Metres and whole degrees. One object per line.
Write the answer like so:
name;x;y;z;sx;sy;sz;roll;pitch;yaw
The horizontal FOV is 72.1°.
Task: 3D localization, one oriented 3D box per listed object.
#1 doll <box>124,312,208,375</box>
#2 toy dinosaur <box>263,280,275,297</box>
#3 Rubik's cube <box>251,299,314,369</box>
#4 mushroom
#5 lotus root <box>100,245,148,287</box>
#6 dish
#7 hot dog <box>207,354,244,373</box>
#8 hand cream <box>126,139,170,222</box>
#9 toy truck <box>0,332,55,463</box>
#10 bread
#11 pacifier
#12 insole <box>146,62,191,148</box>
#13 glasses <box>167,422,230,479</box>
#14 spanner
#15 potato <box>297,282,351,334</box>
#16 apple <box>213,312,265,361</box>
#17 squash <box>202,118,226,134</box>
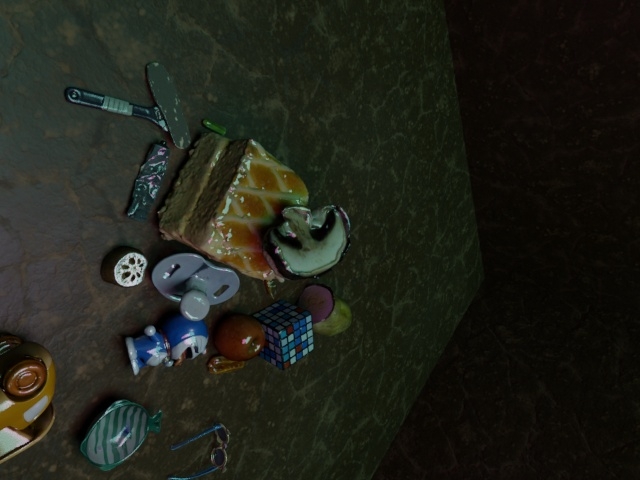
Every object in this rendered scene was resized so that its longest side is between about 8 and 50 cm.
doll;-0.478;0.324;1.383;0.256;0.161;0.215;-22;146;-32
toy dinosaur;-0.200;0.181;1.765;0.041;0.026;0.113;-37;119;-28
Rubik's cube;-0.152;0.372;1.762;0.184;0.187;0.182;-23;119;-41
mushroom;-0.052;-0.001;1.383;0.344;0.130;0.248;-39;106;-43
lotus root;-0.564;0.079;1.270;0.112;0.081;0.122;18;87;-43
dish;-0.621;0.577;1.353;0.246;0.078;0.224;2;100;-49
hot dog;-0.353;0.462;1.661;0.165;0.045;0.071;5;100;-50
hand cream;-0.495;-0.174;1.283;0.075;0.052;0.248;21;86;-50
toy truck;-0.761;0.376;1.025;0.288;0.204;0.212;-37;131;-37
bread;-0.259;-0.096;1.416;0.390;0.279;0.371;36;72;-48
pacifier;-0.389;0.164;1.359;0.279;0.207;0.227;30;117;-37
insole;-0.440;-0.391;1.285;0.081;0.011;0.248;-37;119;-44
glasses;-0.459;0.787;1.648;0.220;0.088;0.190;3;101;-30
spanner;-0.529;-0.367;1.208;0.315;0.024;0.087;3;98;-49
potato;0.030;0.334;1.946;0.266;0.229;0.229;47;66;-42
apple;-0.292;0.356;1.606;0.181;0.168;0.181;-28;126;-47
squash;-0.344;-0.368;1.419;0.083;0.027;0.028;18;88;-52
